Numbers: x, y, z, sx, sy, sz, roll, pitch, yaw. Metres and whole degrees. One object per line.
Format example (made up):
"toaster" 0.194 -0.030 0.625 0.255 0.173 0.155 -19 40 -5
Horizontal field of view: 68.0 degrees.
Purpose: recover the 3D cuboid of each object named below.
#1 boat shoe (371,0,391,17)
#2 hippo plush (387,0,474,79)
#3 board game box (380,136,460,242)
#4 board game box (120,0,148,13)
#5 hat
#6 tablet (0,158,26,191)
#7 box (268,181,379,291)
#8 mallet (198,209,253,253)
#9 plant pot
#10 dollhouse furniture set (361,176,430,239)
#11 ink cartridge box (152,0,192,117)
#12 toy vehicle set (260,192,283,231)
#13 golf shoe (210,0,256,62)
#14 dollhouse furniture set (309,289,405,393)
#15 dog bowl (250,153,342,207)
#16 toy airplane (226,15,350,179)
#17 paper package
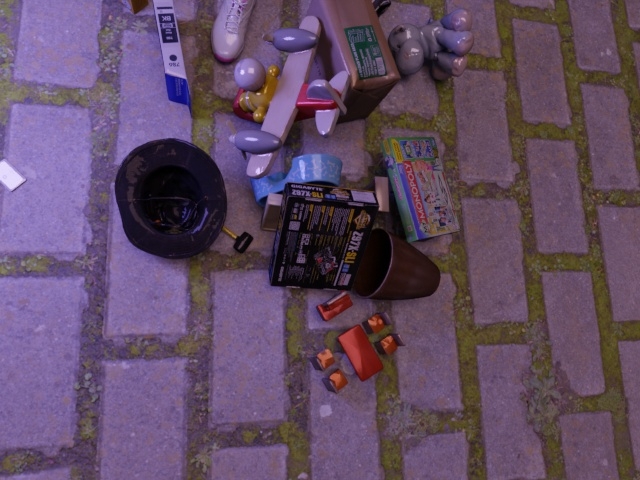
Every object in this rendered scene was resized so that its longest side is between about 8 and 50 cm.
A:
"boat shoe" 0.186 -0.793 1.670 0.064 0.075 0.206 31 69 -3
"hippo plush" 0.360 -0.688 1.610 0.236 0.234 0.295 -9 82 -16
"board game box" 0.312 -0.163 1.467 0.213 0.046 0.318 -10 83 -39
"board game box" -0.655 -0.860 1.382 0.316 0.242 0.064 42 73 -2
"hat" -0.408 -0.117 1.349 0.330 0.134 0.332 0 95 -2
"tablet" -0.867 -0.181 1.315 0.083 0.006 0.054 44 73 -2
"box" 0.000 0.000 1.356 0.256 0.322 0.079 4 37 -14
"mallet" -0.285 -0.044 1.424 0.189 0.039 0.062 43 74 1
"plant pot" 0.246 0.097 1.457 0.230 0.215 0.216 18 75 -25
"dollhouse furniture set" 0.260 -0.119 1.509 0.241 0.161 0.213 2 78 -14
"ink cartridge box" -0.442 -0.548 1.413 0.065 0.165 0.333 -11 81 -16
"toy vehicle set" -0.037 -0.066 1.419 0.266 0.166 0.035 8 63 -13
"golf shoe" -0.275 -0.721 1.505 0.115 0.140 0.307 14 77 -13
"dollhouse furniture set" 0.091 0.284 1.400 0.261 0.135 0.259 -30 88 -18
"dog bowl" -0.071 -0.163 1.376 0.165 0.297 0.074 16 65 -53
"toy airplane" -0.112 -0.407 1.322 0.272 0.384 0.386 28 33 -40
"paper package" 0.071 -0.564 1.472 0.168 0.309 0.325 -17 85 -17
